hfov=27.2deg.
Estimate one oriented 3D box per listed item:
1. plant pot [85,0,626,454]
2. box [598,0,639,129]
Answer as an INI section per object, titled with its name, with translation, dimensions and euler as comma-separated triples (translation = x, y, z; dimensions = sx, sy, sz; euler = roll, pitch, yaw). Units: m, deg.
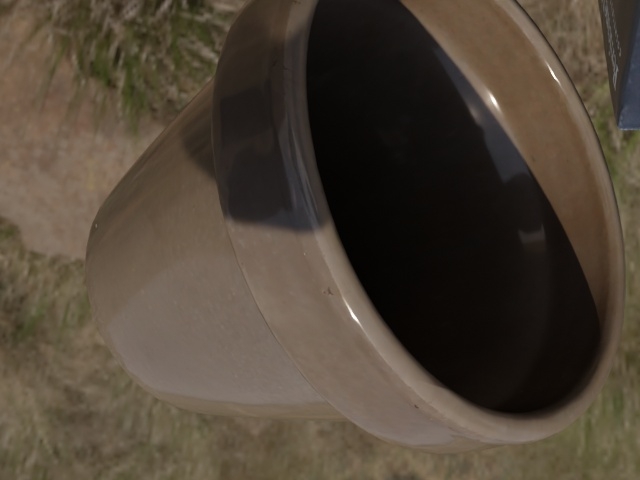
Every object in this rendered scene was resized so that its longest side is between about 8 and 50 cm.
[plant pot]
translation = 0.000, 0.000, 0.713
dimensions = 0.263, 0.263, 0.229
euler = 35, 140, -31
[box]
translation = 0.389, -0.403, 1.038
dimensions = 0.297, 0.480, 0.472
euler = 3, 132, 4
